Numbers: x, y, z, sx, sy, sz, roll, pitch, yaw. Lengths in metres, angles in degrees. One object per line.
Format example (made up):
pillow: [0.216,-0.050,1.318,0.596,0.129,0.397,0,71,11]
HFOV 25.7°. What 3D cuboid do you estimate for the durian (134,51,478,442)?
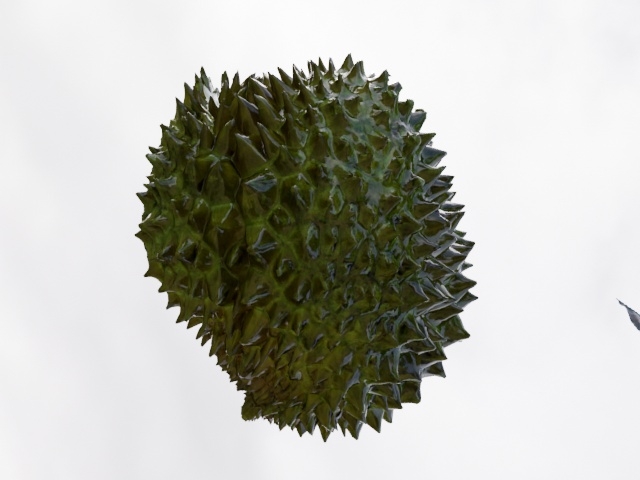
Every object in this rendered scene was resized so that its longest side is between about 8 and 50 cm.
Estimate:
durian: [0.002,0.003,0.856,0.200,0.176,0.237,-81,153,-60]

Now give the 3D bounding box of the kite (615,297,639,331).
kite: [0.382,0.196,1.151,0.014,0.368,0.406,-45,-98,20]
